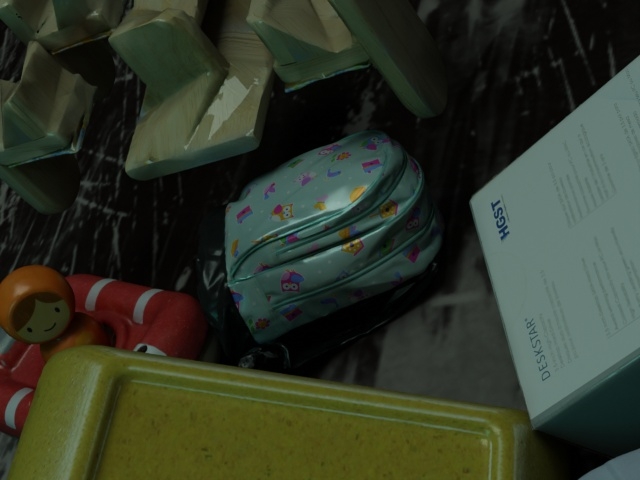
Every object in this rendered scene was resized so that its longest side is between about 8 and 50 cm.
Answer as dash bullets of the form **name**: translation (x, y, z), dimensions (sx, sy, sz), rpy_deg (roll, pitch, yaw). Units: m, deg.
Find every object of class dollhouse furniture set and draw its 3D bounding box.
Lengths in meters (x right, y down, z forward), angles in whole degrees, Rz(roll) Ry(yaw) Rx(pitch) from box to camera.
- **dollhouse furniture set**: translation (-0.050, -0.197, 1.072), dimensions (0.362, 0.256, 0.394), rpy_deg (-13, 48, 28)

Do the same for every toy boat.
- **toy boat**: translation (-0.191, 0.078, 0.970), dimensions (0.231, 0.151, 0.151), rpy_deg (8, 57, 41)

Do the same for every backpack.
- **backpack**: translation (0.000, 0.000, 0.938), dimensions (0.182, 0.115, 0.152), rpy_deg (-22, 38, 13)

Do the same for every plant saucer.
- **plant saucer**: translation (-0.023, 0.191, 0.656), dimensions (0.333, 0.081, 0.332), rpy_deg (9, 48, 0)

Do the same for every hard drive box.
- **hard drive box**: translation (0.210, -0.011, 0.726), dimensions (0.232, 0.089, 0.181), rpy_deg (-41, 41, 33)

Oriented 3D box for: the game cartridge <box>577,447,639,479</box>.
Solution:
- **game cartridge**: translation (0.285, 0.138, 0.566), dimensions (0.294, 0.060, 0.196), rpy_deg (-19, 42, -9)
